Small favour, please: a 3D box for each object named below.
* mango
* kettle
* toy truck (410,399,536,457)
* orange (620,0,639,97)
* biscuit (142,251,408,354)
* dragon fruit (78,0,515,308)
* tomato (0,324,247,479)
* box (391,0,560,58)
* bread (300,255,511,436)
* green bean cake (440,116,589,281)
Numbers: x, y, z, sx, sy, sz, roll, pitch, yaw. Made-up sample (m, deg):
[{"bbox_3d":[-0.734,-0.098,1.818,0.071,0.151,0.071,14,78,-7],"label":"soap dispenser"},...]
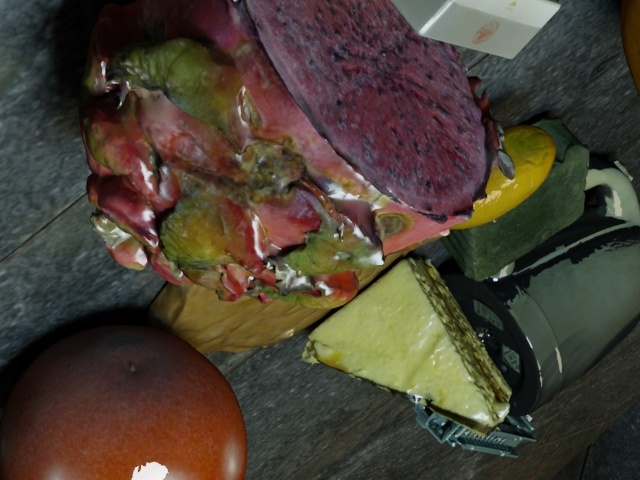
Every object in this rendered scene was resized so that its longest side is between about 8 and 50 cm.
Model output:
[{"bbox_3d":[0.184,-0.066,1.485,0.190,0.075,0.098,-31,137,-25],"label":"mango"},{"bbox_3d":[0.338,0.038,1.898,0.324,0.228,0.321,-29,126,-27],"label":"kettle"},{"bbox_3d":[0.241,0.260,2.185,0.133,0.184,0.338,-41,157,10],"label":"toy truck"},{"bbox_3d":[0.466,-0.227,1.401,0.312,0.312,0.312,-29,157,-14],"label":"orange"},{"bbox_3d":[0.001,0.002,1.503,0.365,0.062,0.385,-3,141,-51],"label":"biscuit"},{"bbox_3d":[-0.057,-0.093,1.018,0.263,0.314,0.296,-31,-173,34],"label":"dragon fruit"},{"bbox_3d":[-0.201,0.208,1.381,0.256,0.256,0.224,-19,135,-35],"label":"tomato"},{"bbox_3d":[0.068,-0.225,0.968,0.058,0.201,0.141,-47,154,25],"label":"box"},{"bbox_3d":[0.121,0.171,1.715,0.198,0.236,0.263,-39,171,8],"label":"bread"},{"bbox_3d":[0.238,-0.054,1.681,0.183,0.094,0.185,-31,157,-10],"label":"green bean cake"}]
